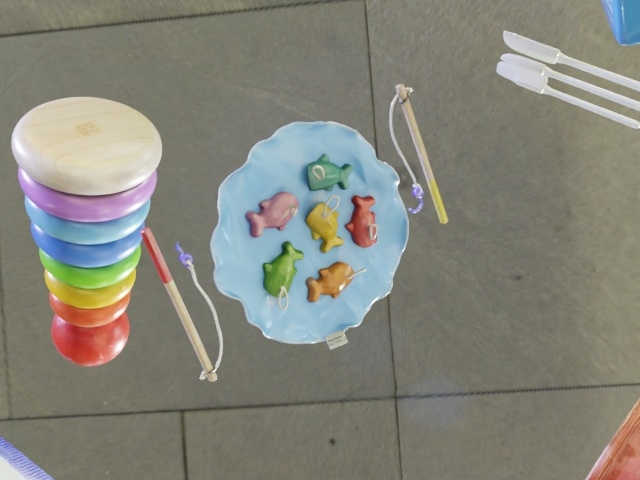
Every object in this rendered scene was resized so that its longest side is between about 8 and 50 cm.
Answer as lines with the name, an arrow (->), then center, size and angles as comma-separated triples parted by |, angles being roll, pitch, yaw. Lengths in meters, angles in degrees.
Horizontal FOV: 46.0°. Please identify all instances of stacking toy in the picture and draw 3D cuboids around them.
stacking toy -> -0.256, 0.017, 0.826 | 0.141, 0.141, 0.330 | 19, 128, 5

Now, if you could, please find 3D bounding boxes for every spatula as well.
spatula -> 0.383, -0.240, 1.137 | 0.242, 0.168, 0.019 | 24, 81, 12

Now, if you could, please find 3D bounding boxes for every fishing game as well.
fishing game -> 0.000, 0.000, 0.606 | 0.264, 0.041, 0.189 | -29, 114, -24

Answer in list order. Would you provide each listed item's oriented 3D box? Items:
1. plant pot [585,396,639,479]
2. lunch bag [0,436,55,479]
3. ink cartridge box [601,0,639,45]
plant pot -> 0.414, 0.296, 0.762 | 0.265, 0.272, 0.272 | 34, 93, 29
lunch bag -> -0.191, 0.258, 0.241 | 0.239, 0.328, 0.385 | -32, 76, 21
ink cartridge box -> 0.350, -0.387, 0.582 | 0.285, 0.395, 0.166 | -10, 44, 18
